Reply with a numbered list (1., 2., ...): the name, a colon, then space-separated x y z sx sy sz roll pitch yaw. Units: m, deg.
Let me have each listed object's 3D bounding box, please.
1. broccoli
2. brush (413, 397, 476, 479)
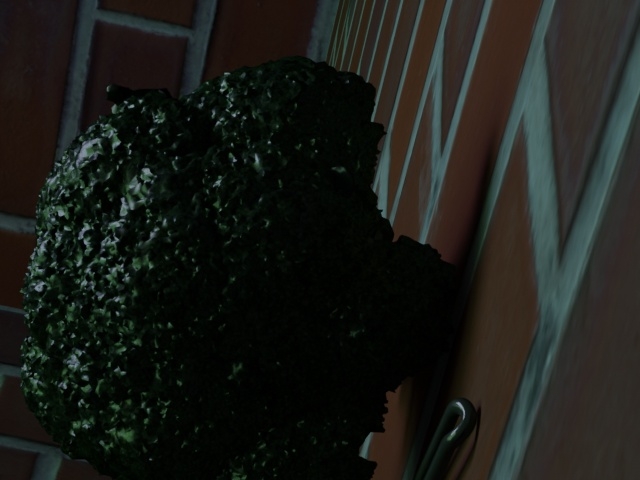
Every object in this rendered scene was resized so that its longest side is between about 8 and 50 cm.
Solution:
1. broccoli: -0.029 0.046 1.021 0.269 0.254 0.269 27 -122 -55
2. brush: 0.036 0.143 0.925 0.266 0.027 0.062 107 175 -56
